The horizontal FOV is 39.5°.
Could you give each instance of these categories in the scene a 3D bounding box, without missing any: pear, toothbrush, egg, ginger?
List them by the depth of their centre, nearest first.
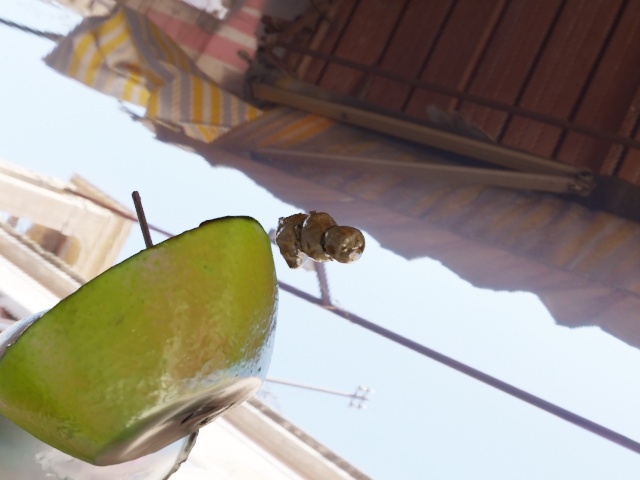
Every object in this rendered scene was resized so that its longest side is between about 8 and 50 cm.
[{"bbox_3d":[-0.191,0.153,1.103,0.399,0.399,0.165,-39,-106,18],"label":"pear"},{"bbox_3d":[-0.417,0.276,1.420,0.354,0.340,0.354,-1,-93,21],"label":"egg"},{"bbox_3d":[0.000,0.000,1.541,0.204,0.080,0.104,-1,-91,50],"label":"ginger"},{"bbox_3d":[-0.330,0.036,1.788,0.024,0.029,0.354,108,-34,-49],"label":"toothbrush"}]
